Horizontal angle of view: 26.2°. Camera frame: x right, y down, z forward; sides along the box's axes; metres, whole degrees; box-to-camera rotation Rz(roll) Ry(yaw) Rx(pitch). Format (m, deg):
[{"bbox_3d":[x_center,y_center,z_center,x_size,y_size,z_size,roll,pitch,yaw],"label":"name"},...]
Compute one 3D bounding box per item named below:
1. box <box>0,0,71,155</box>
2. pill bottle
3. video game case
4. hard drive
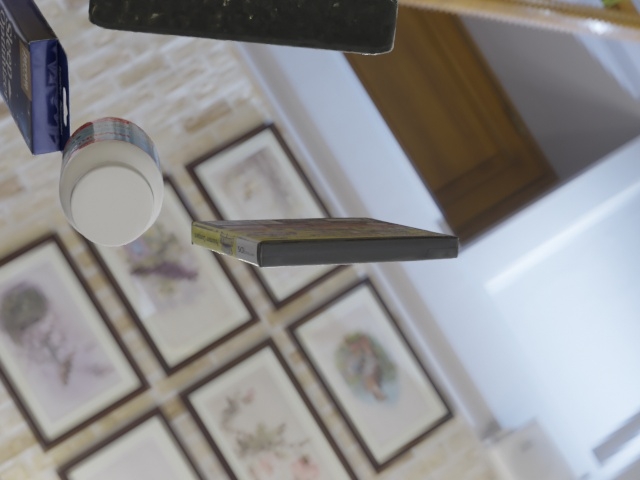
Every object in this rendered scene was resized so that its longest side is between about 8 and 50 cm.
[{"bbox_3d":[-0.311,-0.187,1.452,0.037,0.225,0.136,-12,130,-24],"label":"box"},{"bbox_3d":[-0.176,-0.048,1.158,0.087,0.087,0.160,-32,-162,0],"label":"pill bottle"},{"bbox_3d":[0.000,0.000,1.798,0.275,0.035,0.248,-2,-173,-25],"label":"video game case"},{"bbox_3d":[-0.020,-0.092,0.478,0.094,0.022,0.135,6,-161,2],"label":"hard drive"}]
